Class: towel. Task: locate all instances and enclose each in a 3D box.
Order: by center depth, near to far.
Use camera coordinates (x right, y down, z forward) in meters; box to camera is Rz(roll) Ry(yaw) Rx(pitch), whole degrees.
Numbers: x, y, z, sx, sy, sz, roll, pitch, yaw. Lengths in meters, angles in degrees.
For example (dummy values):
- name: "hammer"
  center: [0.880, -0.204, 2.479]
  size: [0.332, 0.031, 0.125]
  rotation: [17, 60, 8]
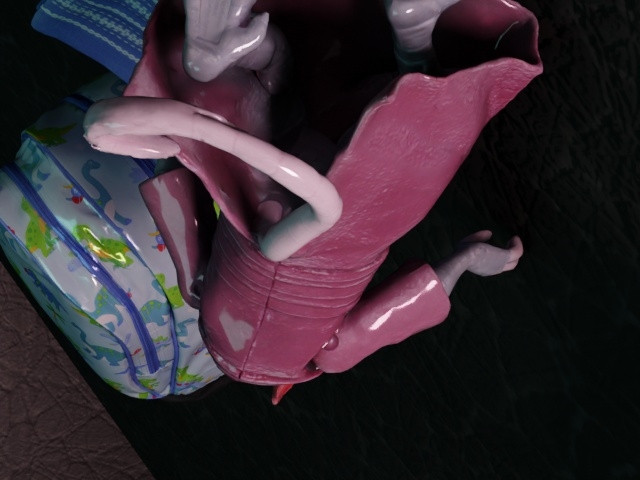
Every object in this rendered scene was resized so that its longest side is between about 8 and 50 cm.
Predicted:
- name: "towel"
  center: [-0.082, -0.134, 1.093]
  size: [0.243, 0.040, 0.336]
  rotation: [35, 166, -18]

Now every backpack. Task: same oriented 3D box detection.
- name: "backpack"
  center: [-0.179, -0.004, 1.392]
  size: [0.290, 0.273, 0.355]
  rotation: [54, 150, 11]

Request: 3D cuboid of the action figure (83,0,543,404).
- name: "action figure"
  center: [0.000, 0.000, 0.880]
  size: [0.248, 0.275, 0.370]
  rotation: [19, 135, 4]
